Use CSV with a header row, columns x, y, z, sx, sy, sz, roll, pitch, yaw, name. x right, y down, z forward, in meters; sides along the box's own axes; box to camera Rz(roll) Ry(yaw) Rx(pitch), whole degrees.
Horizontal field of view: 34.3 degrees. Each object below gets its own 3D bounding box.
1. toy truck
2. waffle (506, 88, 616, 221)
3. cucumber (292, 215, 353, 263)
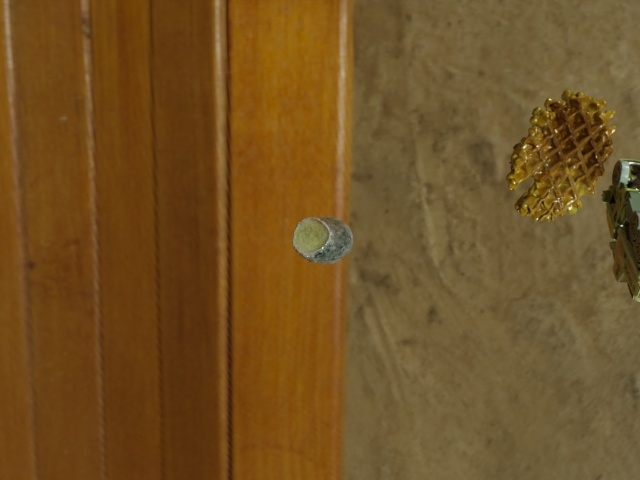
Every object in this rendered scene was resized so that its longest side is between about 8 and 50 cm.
x,y,z,sx,sy,sz,roll,pitch,yaw,name
0.374,0.001,1.170,0.085,0.191,0.116,6,130,-4,toy truck
0.410,-0.142,1.766,0.051,0.228,0.232,39,118,48,waffle
0.001,0.000,1.347,0.064,0.112,0.064,0,91,20,cucumber
